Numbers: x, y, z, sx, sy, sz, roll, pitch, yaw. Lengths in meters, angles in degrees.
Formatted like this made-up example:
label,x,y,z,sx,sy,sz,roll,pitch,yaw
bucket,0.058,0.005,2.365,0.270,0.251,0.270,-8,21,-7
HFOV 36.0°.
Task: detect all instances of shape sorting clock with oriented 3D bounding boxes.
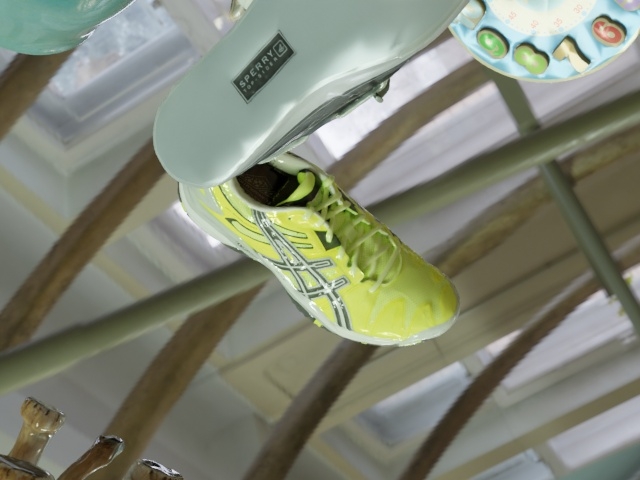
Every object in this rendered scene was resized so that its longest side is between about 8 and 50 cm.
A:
label,x,y,z,sx,sy,sz,roll,pitch,yaw
shape sorting clock,0.203,-0.241,0.910,0.206,0.206,0.040,57,-141,-14

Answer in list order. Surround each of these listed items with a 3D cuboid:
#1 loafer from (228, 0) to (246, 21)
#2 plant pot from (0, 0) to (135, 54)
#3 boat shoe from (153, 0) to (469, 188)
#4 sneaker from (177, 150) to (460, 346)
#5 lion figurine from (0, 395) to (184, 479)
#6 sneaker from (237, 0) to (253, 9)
label,x,y,z,sx,sy,sz,roll,pitch,yaw
loafer,-0.106,-0.343,1.353,0.045,0.039,0.125,50,-155,-34
plant pot,-0.278,-0.327,1.005,0.272,0.255,0.271,11,-116,-23
boat shoe,0.010,-0.141,0.719,0.113,0.306,0.105,53,-150,8
sneaker,0.000,0.000,1.177,0.385,0.145,0.147,30,156,-3
lion figurine,-0.167,0.225,0.509,0.142,0.240,0.392,24,174,-2
sneaker,-0.092,-0.396,1.269,0.095,0.090,0.235,20,-123,-23
